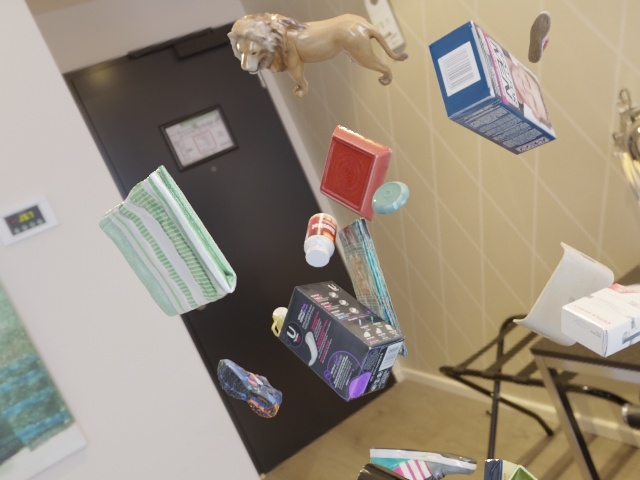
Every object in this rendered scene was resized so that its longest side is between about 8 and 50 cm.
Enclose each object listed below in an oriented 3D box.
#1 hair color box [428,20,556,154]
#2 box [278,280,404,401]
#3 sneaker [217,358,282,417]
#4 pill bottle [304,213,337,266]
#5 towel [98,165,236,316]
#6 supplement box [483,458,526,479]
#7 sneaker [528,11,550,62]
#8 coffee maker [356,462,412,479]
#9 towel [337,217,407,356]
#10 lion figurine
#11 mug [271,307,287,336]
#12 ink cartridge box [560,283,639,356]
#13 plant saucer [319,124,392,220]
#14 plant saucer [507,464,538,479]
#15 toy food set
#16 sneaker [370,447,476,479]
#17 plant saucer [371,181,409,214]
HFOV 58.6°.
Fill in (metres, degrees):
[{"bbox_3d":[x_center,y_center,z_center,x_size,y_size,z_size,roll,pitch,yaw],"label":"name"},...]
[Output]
[{"bbox_3d":[0.378,-0.313,1.225,0.105,0.174,0.347,-22,-19,36],"label":"hair color box"},{"bbox_3d":[0.047,0.242,1.420,0.143,0.165,0.270,-5,32,-47],"label":"box"},{"bbox_3d":[-0.203,0.416,1.631,0.083,0.221,0.087,-58,-12,25],"label":"sneaker"},{"bbox_3d":[0.000,0.000,1.602,0.086,0.086,0.152,-21,35,23],"label":"pill bottle"},{"bbox_3d":[-0.284,0.020,1.032,0.038,0.248,0.325,-39,10,-37],"label":"towel"},{"bbox_3d":[0.444,0.580,1.374,0.056,0.083,0.083,-37,33,56],"label":"supplement box"},{"bbox_3d":[0.516,-0.486,1.338,0.042,0.118,0.067,18,47,19],"label":"sneaker"},{"bbox_3d":[0.143,0.485,1.066,0.120,0.171,0.178,-47,22,-27],"label":"coffee maker"},{"bbox_3d":[0.130,0.133,1.567,0.040,0.370,0.271,-16,-4,-12],"label":"towel"},{"bbox_3d":[0.001,-0.454,1.321,0.392,0.142,0.240,-12,-26,8],"label":"lion figurine"},{"bbox_3d":[-0.109,0.236,1.679,0.062,0.064,0.078,-20,32,12],"label":"mug"},{"bbox_3d":[0.801,0.216,1.573,0.217,0.092,0.158,-16,24,-20],"label":"ink cartridge box"},{"bbox_3d":[0.101,-0.228,1.925,0.047,0.258,0.259,-10,34,-44],"label":"plant saucer"},{"bbox_3d":[0.461,0.641,1.277,0.188,0.188,0.045,-46,-10,-21],"label":"plant saucer"},{"bbox_3d":[0.799,0.181,1.880,0.306,0.219,0.092,-62,18,6],"label":"toy food set"},{"bbox_3d":[0.267,0.652,1.515,0.295,0.178,0.124,-7,-21,29],"label":"sneaker"},{"bbox_3d":[0.197,-0.129,1.644,0.119,0.021,0.119,-20,45,21],"label":"plant saucer"}]
